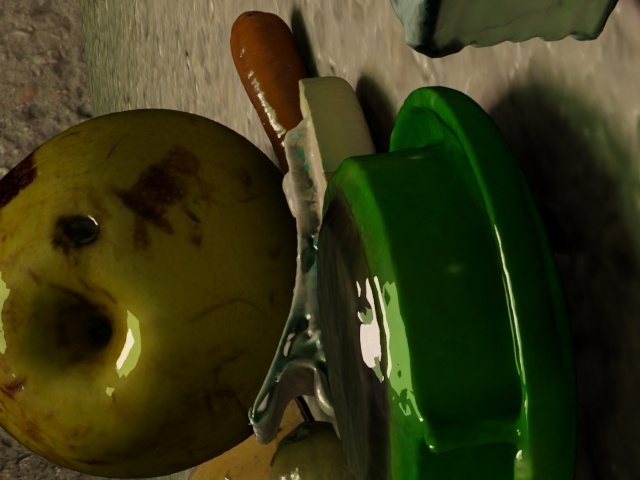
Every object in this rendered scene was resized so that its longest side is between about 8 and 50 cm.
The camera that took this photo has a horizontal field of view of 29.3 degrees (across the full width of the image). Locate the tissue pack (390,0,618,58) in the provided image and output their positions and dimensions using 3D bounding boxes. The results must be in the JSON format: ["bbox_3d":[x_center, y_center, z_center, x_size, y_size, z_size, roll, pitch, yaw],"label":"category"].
[{"bbox_3d":[0.043,-0.212,0.383,0.185,0.081,0.257,100,157,-55],"label":"tissue pack"}]

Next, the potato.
[{"bbox_3d":[-0.059,0.227,1.049,0.202,0.117,0.182,-125,26,-59],"label":"potato"}]

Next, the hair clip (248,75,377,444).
[{"bbox_3d":[0.002,-0.001,0.666,0.159,0.071,0.219,91,-179,-61],"label":"hair clip"}]

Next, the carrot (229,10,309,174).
[{"bbox_3d":[-0.013,-0.062,0.811,0.048,0.048,0.216,110,142,-64],"label":"carrot"}]

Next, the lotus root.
[{"bbox_3d":[0.002,0.217,0.847,0.090,0.077,0.183,151,118,-88],"label":"lotus root"}]

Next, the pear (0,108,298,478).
[{"bbox_3d":[-0.133,0.040,0.871,0.283,0.283,0.284,170,90,-76],"label":"pear"}]

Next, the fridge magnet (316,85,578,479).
[{"bbox_3d":[0.050,0.040,0.507,0.208,0.088,0.208,174,90,-82],"label":"fridge magnet"}]
